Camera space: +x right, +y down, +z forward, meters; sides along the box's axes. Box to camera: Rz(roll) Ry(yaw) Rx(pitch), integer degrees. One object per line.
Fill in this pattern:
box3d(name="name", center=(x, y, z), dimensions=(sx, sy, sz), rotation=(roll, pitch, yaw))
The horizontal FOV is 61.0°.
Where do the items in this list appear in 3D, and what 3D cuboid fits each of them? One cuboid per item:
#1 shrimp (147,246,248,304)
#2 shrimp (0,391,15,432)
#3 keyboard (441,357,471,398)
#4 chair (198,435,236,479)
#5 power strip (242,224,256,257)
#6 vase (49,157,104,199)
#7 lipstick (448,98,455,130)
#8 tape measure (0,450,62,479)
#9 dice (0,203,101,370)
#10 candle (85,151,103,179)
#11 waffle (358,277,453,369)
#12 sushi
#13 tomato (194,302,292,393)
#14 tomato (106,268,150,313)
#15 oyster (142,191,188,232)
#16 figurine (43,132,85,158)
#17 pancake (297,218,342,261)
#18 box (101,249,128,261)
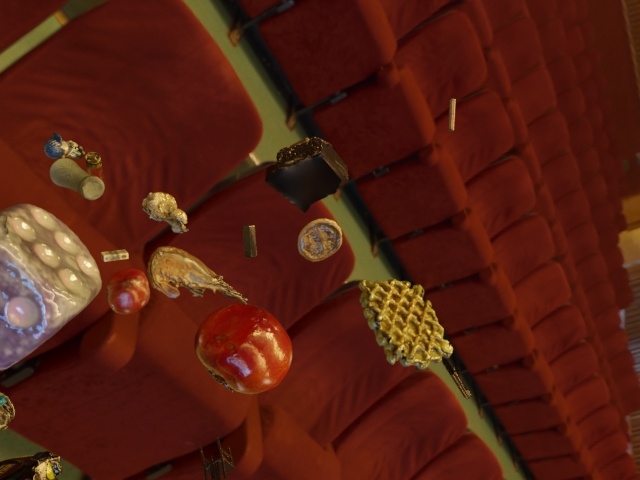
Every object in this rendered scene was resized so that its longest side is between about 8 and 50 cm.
box3d(name="shrimp", center=(-0.293, 0.110, 1.280), dimensions=(0.262, 0.066, 0.117), rotation=(38, 62, -25))
box3d(name="shrimp", center=(-0.950, 0.322, 1.341), dimensions=(0.445, 0.110, 0.221), rotation=(44, -17, -15))
box3d(name="keyboard", center=(0.285, 0.260, 1.340), dimensions=(0.101, 0.018, 0.310), rotation=(55, 5, -28))
box3d(name="chair", center=(-0.335, 0.772, 1.804), dimensions=(0.102, 0.084, 0.213), rotation=(63, -2, -41))
box3d(name="power strip", center=(-0.236, 0.004, 1.816), dimensions=(0.029, 0.037, 0.111), rotation=(-6, 94, -45))
box3d(name="vase", center=(-0.770, -0.192, 1.730), dimensions=(0.096, 0.219, 0.096), rotation=(-24, 125, -39))
box3d(name="lipstick", center=(0.388, -0.371, 1.607), dimensions=(0.019, 0.018, 0.094), rotation=(16, 78, -66))
box3d(name="tape measure", center=(-0.758, 0.600, 1.314), dimensions=(0.199, 0.186, 0.112), rotation=(-40, 124, -80))
box3d(name="dice", center=(-0.680, 0.097, 1.199), dimensions=(0.270, 0.271, 0.270), rotation=(53, 6, -15))
box3d(name="candle", center=(-0.762, -0.241, 1.834), dimensions=(0.131, 0.051, 0.052), rotation=(118, -35, -57))
box3d(name="waffle", center=(0.178, 0.179, 1.186), dimensions=(0.203, 0.054, 0.224), rotation=(7, 48, -38))
box3d(name="sushi", center=(-0.052, -0.279, 2.061), dimensions=(0.215, 0.227, 0.213), rotation=(37, 31, -31))
box3d(name="tomato", center=(-0.261, 0.373, 1.881), dimensions=(0.290, 0.325, 0.293), rotation=(-48, 124, -20))
box3d(name="tomato", center=(-0.637, 0.154, 1.791), dimensions=(0.091, 0.138, 0.159), rotation=(111, -31, -54))
box3d(name="oyster", center=(-0.407, -0.073, 1.481), dimensions=(0.191, 0.081, 0.163), rotation=(25, -14, 40))
box3d(name="figurine", center=(-0.865, -0.304, 1.825), dimensions=(0.077, 0.079, 0.136), rotation=(54, 6, 15))
box3d(name="pancake", center=(0.000, 0.000, 1.789), dimensions=(0.158, 0.158, 0.028), rotation=(57, 0, -29))
box3d(name="box", center=(-0.727, 0.053, 1.921), dimensions=(0.054, 0.083, 0.024), rotation=(27, -60, 54))
